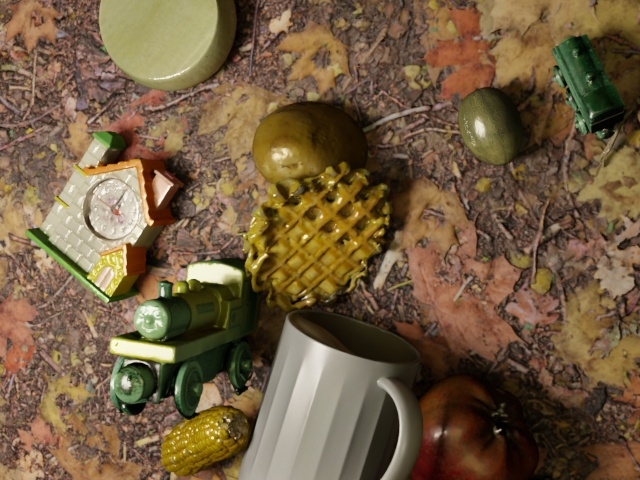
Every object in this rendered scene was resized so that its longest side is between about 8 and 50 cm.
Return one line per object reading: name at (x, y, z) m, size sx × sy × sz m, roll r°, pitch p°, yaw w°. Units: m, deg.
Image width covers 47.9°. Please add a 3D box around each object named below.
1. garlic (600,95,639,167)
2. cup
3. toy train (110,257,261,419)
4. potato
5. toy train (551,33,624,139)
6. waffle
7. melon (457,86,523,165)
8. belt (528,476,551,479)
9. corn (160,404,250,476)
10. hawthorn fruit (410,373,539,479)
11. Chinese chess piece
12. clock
garlic at (0.524, -0.171, 1.042) m, size 0.257 × 0.207 × 0.207 m, roll -36°, pitch 84°, yaw 23°
cup at (0.033, 0.318, 1.171) m, size 0.323 × 0.237 × 0.326 m, roll 27°, pitch 103°, yaw 55°
toy train at (-0.215, 0.154, 1.190) m, size 0.150 × 0.369 × 0.237 m, roll 6°, pitch 93°, yaw 15°
potato at (-0.033, -0.153, 1.227) m, size 0.204 × 0.158 × 0.178 m, roll 30°, pitch 103°, yaw 8°
toy train at (0.406, -0.238, 1.099) m, size 0.071 × 0.111 × 0.170 m, roll -22°, pitch 68°, yaw 13°
waffle at (0.001, 0.002, 1.219) m, size 0.262 × 0.060 × 0.280 m, roll -7°, pitch 122°, yaw -13°
melon at (0.274, -0.183, 1.161) m, size 0.098 × 0.098 × 0.130 m, roll -20°, pitch 85°, yaw 17°
belt at (0.376, 0.486, 1.195) m, size 0.198 × 0.078 × 0.151 m, roll 43°, pitch 108°, yaw 7°
corn at (-0.201, 0.349, 1.275) m, size 0.102 × 0.102 × 0.313 m, roll 57°, pitch 141°, yaw 5°
hawthorn fruit at (0.222, 0.344, 1.175) m, size 0.208 × 0.208 × 0.248 m, roll 44°, pitch 127°, yaw 9°
Chinese chess piece at (-0.273, -0.396, 1.300) m, size 0.250 × 0.101 × 0.250 m, roll 1°, pitch 95°, yaw 16°
clock at (-0.391, -0.052, 1.360) m, size 0.220 × 0.106 × 0.255 m, roll 37°, pitch 103°, yaw 10°
